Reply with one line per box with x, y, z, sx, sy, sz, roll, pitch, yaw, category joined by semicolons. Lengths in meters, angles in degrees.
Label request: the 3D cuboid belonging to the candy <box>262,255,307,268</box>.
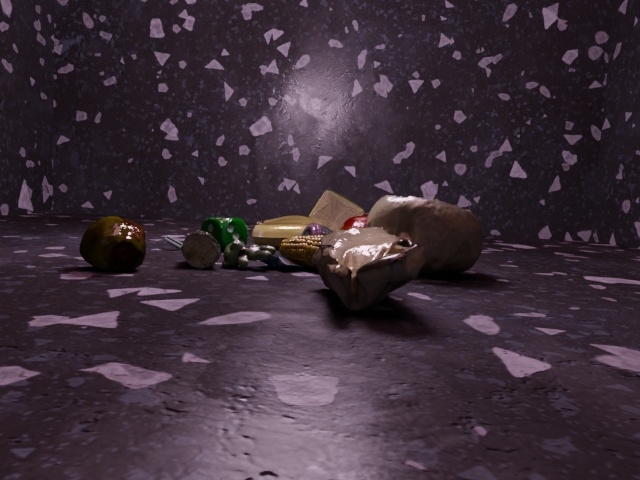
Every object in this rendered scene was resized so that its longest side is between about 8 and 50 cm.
-0.115;0.064;1.397;0.136;0.038;0.088;10;-5;36;candy

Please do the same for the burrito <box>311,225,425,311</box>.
0.089;0.059;0.992;0.190;0.135;0.332;-6;9;-6;burrito

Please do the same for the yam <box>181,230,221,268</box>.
-0.337;0.022;1.384;0.106;0.107;0.183;2;2;-13;yam

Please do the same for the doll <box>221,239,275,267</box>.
-0.201;0.030;1.368;0.150;0.078;0.115;-3;28;13;doll

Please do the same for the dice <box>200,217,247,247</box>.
-0.348;-0.024;1.774;0.130;0.120;0.128;5;6;42;dice

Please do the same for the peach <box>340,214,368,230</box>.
0.198;-0.022;1.989;0.153;0.159;0.267;14;8;36;peach

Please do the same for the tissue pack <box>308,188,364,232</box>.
0.062;-0.100;2.185;0.200;0.167;0.275;31;-6;-1;tissue pack

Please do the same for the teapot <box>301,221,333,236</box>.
0.001;0.008;1.806;0.145;0.116;0.148;15;-29;-30;teapot

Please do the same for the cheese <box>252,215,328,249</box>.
-0.109;-0.025;1.984;0.315;0.128;0.259;-1;15;-2;cheese

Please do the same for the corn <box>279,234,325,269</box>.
0.022;0.036;1.394;0.317;0.115;0.115;6;6;36;corn

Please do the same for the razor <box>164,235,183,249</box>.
-0.461;0.017;1.778;0.084;0.036;0.211;25;9;27;razor

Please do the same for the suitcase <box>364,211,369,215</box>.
0.145;-0.076;2.443;0.334;0.153;0.229;2;1;-5;suitcase

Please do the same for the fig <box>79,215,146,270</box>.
-0.519;0.011;1.224;0.165;0.144;0.154;-4;39;16;fig

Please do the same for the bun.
0.302;-0.001;1.461;0.359;0.211;0.360;11;-3;1;bun
